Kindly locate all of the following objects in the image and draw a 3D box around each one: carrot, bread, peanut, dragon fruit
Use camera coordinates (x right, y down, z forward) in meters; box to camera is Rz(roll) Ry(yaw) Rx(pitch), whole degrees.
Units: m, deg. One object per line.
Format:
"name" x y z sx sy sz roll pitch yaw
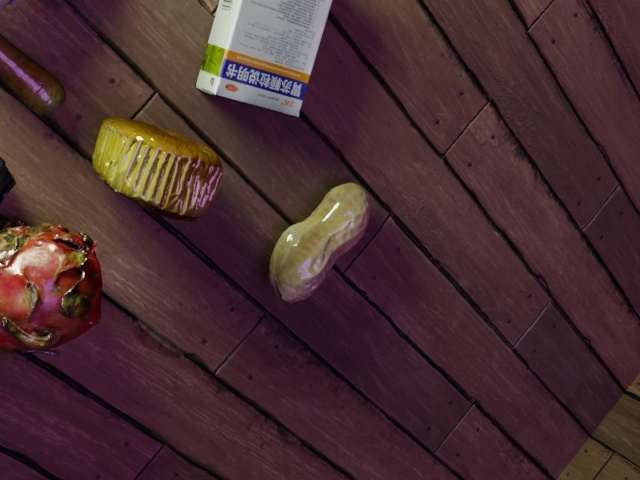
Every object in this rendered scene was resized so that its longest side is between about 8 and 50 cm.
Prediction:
"carrot" -0.570 -0.340 1.487 0.078 0.078 0.298 -45 119 -9
"bread" -0.309 -0.141 1.604 0.227 0.253 0.142 14 104 -31
"peanut" 0.000 0.000 1.921 0.313 0.149 0.149 -44 125 -10
"dragon fruit" -0.554 0.088 1.542 0.291 0.269 0.250 3 97 -36

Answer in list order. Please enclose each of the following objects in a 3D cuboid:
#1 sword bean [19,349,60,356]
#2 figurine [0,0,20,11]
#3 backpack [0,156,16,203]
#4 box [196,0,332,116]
"sword bean" -0.572 0.228 1.729 0.083 0.012 0.012 12 102 -33
"figurine" -0.502 -0.479 1.366 0.332 0.204 0.185 -33 108 -23
"backpack" -0.620 -0.079 1.502 0.165 0.120 0.105 -50 138 -41
"box" -0.107 -0.421 1.711 0.200 0.106 0.299 10 104 -34
